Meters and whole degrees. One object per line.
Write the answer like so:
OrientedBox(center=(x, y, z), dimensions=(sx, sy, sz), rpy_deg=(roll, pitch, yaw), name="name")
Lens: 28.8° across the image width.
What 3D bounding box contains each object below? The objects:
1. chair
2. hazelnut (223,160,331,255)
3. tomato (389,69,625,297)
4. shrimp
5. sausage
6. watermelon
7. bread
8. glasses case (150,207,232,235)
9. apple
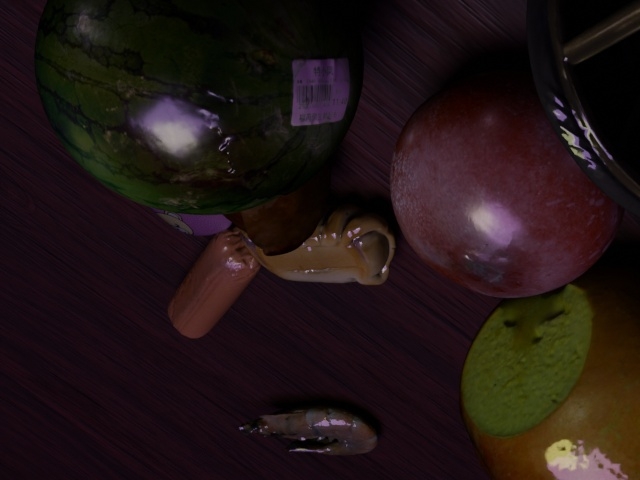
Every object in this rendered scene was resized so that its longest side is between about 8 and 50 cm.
OrientedBox(center=(0.411, -0.206, 1.001), dimensions=(0.362, 0.365, 0.410), rpy_deg=(43, 146, -21), name="chair")
OrientedBox(center=(-0.070, -0.076, 1.589), dimensions=(0.160, 0.170, 0.202), rpy_deg=(14, 128, 19), name="hazelnut")
OrientedBox(center=(0.208, -0.055, 1.399), dimensions=(0.270, 0.227, 0.270), rpy_deg=(15, 144, 12), name="tomato")
OrientedBox(center=(-0.011, 0.330, 2.152), dimensions=(0.254, 0.059, 0.145), rpy_deg=(-12, 139, 35), name="shrimp")
OrientedBox(center=(-0.162, 0.066, 1.893), dimensions=(0.086, 0.086, 0.289), rpy_deg=(32, 143, -7), name="sausage")
OrientedBox(center=(-0.132, -0.192, 1.354), dimensions=(0.363, 0.363, 0.363), rpy_deg=(17, 143, 13), name="watermelon")
OrientedBox(center=(0.000, 0.000, 1.718), dimensions=(0.225, 0.081, 0.134), rpy_deg=(0, 142, 29), name="bread")
OrientedBox(center=(-0.236, -0.123, 1.716), dimensions=(0.123, 0.076, 0.316), rpy_deg=(-12, 129, 39), name="glasses case")
OrientedBox(center=(0.369, 0.192, 1.557), dimensions=(0.384, 0.374, 0.374), rpy_deg=(59, 152, 24), name="apple")
